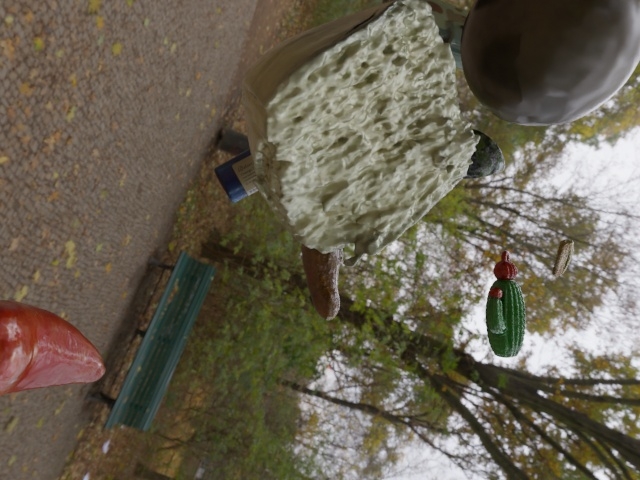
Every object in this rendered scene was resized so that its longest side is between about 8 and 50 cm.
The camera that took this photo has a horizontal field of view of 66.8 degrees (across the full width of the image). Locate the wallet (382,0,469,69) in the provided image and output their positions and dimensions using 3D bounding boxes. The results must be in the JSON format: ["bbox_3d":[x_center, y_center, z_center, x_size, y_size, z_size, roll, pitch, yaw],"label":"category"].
[{"bbox_3d":[0.314,-0.475,1.121,0.083,0.361,0.252,117,-18,-45],"label":"wallet"}]

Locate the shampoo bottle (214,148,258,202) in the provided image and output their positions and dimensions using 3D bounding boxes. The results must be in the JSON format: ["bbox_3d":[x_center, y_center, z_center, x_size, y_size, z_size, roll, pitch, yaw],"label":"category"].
[{"bbox_3d":[-0.126,-0.158,1.023,0.183,0.087,0.050,-30,173,-4],"label":"shampoo bottle"}]

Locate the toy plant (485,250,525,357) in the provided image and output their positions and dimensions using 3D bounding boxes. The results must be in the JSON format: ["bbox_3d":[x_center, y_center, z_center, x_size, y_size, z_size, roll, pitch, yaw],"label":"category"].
[{"bbox_3d":[0.433,0.161,1.146,0.155,0.088,0.240,-39,121,-43],"label":"toy plant"}]

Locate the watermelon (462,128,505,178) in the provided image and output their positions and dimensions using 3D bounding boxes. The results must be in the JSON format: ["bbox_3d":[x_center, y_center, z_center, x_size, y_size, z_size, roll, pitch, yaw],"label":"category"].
[{"bbox_3d":[0.391,-0.198,1.213,0.094,0.135,0.125,-98,-149,-85],"label":"watermelon"}]

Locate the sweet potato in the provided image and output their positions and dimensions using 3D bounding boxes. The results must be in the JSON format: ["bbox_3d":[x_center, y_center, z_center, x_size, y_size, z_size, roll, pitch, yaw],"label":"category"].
[{"bbox_3d":[0.004,-0.003,1.081,0.106,0.095,0.354,8,74,-73],"label":"sweet potato"}]

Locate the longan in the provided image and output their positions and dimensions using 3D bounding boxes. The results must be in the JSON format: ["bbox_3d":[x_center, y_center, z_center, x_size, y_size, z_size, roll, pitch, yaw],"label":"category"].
[{"bbox_3d":[0.329,-0.293,0.714,0.258,0.258,0.258,-158,-90,-87],"label":"longan"}]

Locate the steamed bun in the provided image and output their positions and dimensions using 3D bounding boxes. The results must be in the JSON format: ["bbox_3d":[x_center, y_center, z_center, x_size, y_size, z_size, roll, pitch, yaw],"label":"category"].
[{"bbox_3d":[0.038,-0.171,0.616,0.273,0.291,0.272,51,-22,38],"label":"steamed bun"}]

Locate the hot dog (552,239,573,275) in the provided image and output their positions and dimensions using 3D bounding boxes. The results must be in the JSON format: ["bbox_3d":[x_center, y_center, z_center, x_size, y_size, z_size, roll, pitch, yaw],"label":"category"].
[{"bbox_3d":[0.650,0.046,1.300,0.028,0.044,0.137,-95,172,-46],"label":"hot dog"}]

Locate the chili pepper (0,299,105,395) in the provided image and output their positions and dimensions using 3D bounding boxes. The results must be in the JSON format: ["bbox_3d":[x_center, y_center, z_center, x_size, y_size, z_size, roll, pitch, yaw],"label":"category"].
[{"bbox_3d":[-0.231,0.086,0.377,0.272,0.064,0.071,105,-19,-74],"label":"chili pepper"}]
